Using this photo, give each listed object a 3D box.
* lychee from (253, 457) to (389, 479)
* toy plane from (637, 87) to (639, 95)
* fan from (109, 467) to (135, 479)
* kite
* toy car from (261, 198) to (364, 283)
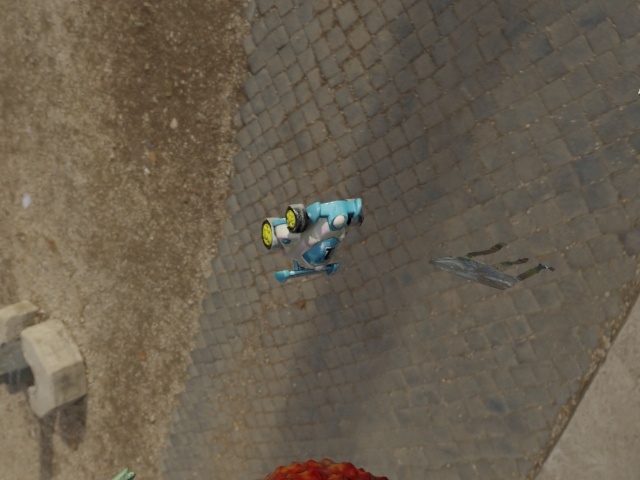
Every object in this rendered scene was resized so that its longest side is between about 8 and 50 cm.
[{"bbox_3d":[-0.012,0.565,0.842,0.501,0.424,0.424,-2,101,18],"label":"lychee"},{"bbox_3d":[0.434,-0.211,0.657,0.102,0.040,0.111,-147,71,-78],"label":"toy plane"},{"bbox_3d":[-0.171,0.181,0.300,0.016,0.193,0.038,43,103,9],"label":"fan"},{"bbox_3d":[0.304,0.049,0.987,0.169,0.310,0.015,21,78,5],"label":"kite"},{"bbox_3d":[0.000,0.000,0.757,0.161,0.126,0.098,-23,77,61],"label":"toy car"}]
